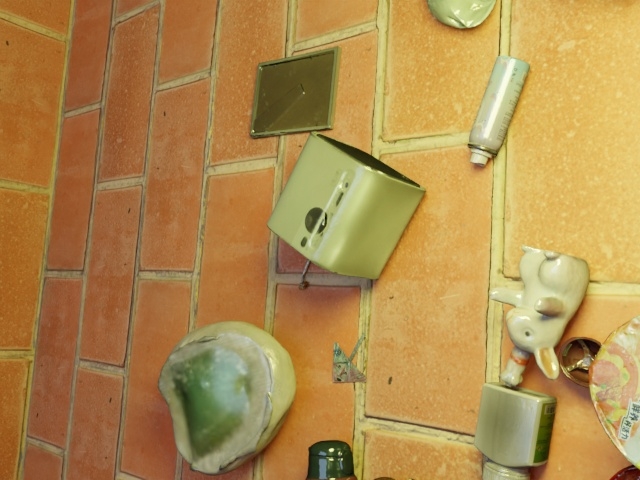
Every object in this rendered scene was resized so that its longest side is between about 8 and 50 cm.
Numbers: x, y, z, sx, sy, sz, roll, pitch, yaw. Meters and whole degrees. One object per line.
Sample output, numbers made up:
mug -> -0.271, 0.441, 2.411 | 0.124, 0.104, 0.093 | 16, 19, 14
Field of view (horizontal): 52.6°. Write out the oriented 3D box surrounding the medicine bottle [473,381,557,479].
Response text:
medicine bottle -> 0.374, 0.384, 1.263 | 0.132, 0.088, 0.189 | 9, 89, 43

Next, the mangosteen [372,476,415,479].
mangosteen -> 0.144, 0.611, 1.362 | 0.228, 0.228, 0.265 | -47, 19, 25

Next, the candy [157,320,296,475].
candy -> -0.237, 0.400, 1.725 | 0.427, 0.186, 0.386 | -31, 72, 31

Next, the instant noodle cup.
instant noodle cup -> 0.592, 0.239, 1.025 | 0.264, 0.200, 0.264 | -7, 79, 40

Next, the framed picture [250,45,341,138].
framed picture -> -0.077, -0.412, 1.831 | 0.315, 0.024, 0.232 | 3, 85, 40

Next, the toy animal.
toy animal -> 0.404, 0.141, 1.223 | 0.282, 0.138, 0.140 | -62, 17, -4

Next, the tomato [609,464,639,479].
tomato -> 0.577, 0.479, 1.071 | 0.228, 0.101, 0.228 | -1, 89, 36

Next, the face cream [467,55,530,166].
face cream -> 0.374, -0.272, 1.382 | 0.075, 0.075, 0.229 | 23, 98, 41

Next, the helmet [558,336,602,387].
helmet -> 0.505, 0.228, 1.197 | 0.111, 0.057, 0.089 | 29, 99, 47

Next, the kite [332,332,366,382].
kite -> 0.075, 0.295, 1.592 | 0.137, 0.005, 0.152 | 48, 113, 32

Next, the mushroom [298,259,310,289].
mushroom -> -0.005, -0.002, 1.703 | 0.028, 0.026, 0.286 | 23, 96, 25

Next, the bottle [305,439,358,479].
bottle -> 0.024, 0.635, 1.489 | 0.144, 0.144, 0.336 | -13, 74, 39

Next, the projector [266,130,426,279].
projector -> 0.058, -0.079, 1.507 | 0.248, 0.248, 0.249 | 38, 107, 38

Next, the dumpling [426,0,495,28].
dumpling -> 0.309, -0.569, 1.466 | 0.153, 0.108, 0.219 | -51, 57, 23
